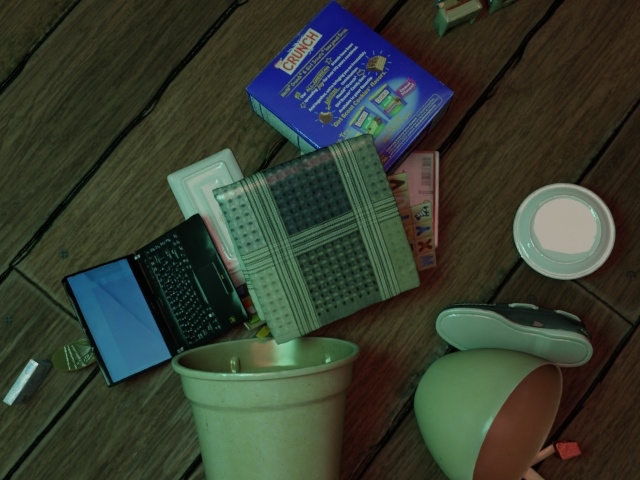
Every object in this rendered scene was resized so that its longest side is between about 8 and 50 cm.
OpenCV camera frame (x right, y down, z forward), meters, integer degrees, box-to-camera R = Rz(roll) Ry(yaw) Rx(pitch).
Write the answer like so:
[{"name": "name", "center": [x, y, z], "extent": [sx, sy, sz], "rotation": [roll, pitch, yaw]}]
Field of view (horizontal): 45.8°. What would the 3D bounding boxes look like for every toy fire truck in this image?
[{"name": "toy fire truck", "center": [0.416, 0.471, 1.462], "extent": [0.192, 0.047, 0.135], "rotation": [-15, 81, -3]}]

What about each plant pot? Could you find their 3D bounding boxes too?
[{"name": "plant pot", "center": [0.286, 0.312, 1.396], "extent": [0.191, 0.284, 0.284], "rotation": [26, 79, 39]}, {"name": "plant pot", "center": [-0.089, 0.349, 1.352], "extent": [0.334, 0.334, 0.305], "rotation": [-3, 93, -2]}]

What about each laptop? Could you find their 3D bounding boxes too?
[{"name": "laptop", "center": [-0.314, 0.110, 1.443], "extent": [0.264, 0.136, 0.234], "rotation": [-29, 82, 19]}]

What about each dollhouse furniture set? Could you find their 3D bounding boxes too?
[{"name": "dollhouse furniture set", "center": [0.314, -0.539, 1.574], "extent": [0.183, 0.129, 0.129], "rotation": [-26, 83, -5]}]

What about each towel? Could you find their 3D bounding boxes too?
[{"name": "towel", "center": [0.000, 0.000, 1.390], "extent": [0.312, 0.056, 0.324], "rotation": [-22, 107, -8]}]

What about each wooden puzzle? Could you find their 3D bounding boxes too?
[{"name": "wooden puzzle", "center": [-0.133, 0.139, 1.485], "extent": [0.116, 0.014, 0.078], "rotation": [43, 38, 14]}]

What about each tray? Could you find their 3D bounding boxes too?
[{"name": "tray", "center": [-0.193, -0.044, 1.533], "extent": [0.145, 0.030, 0.270], "rotation": [-26, 83, -6]}]

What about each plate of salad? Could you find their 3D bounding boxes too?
[{"name": "plate of salad", "center": [0.493, -0.018, 1.541], "extent": [0.200, 0.048, 0.200], "rotation": [-2, 78, 8]}]

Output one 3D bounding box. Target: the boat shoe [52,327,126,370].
[{"name": "boat shoe", "center": [-0.447, 0.213, 1.481], "extent": [0.153, 0.048, 0.056], "rotation": [-26, 80, 0]}]

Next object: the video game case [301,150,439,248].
[{"name": "video game case", "center": [0.099, -0.088, 1.550], "extent": [0.285, 0.025, 0.204], "rotation": [2, 81, -2]}]

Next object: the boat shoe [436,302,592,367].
[{"name": "boat shoe", "center": [0.376, 0.173, 1.488], "extent": [0.302, 0.091, 0.114], "rotation": [15, 125, 0]}]

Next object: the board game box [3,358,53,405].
[{"name": "board game box", "center": [-0.554, 0.269, 1.442], "extent": [0.020, 0.090, 0.090], "rotation": [32, 81, 3]}]

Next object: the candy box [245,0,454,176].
[{"name": "candy box", "center": [0.057, -0.278, 1.514], "extent": [0.317, 0.122, 0.268], "rotation": [41, 79, 8]}]

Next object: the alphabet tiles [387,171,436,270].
[{"name": "alphabet tiles", "center": [0.122, -0.018, 1.468], "extent": [0.198, 0.009, 0.237], "rotation": [-14, 126, -4]}]
